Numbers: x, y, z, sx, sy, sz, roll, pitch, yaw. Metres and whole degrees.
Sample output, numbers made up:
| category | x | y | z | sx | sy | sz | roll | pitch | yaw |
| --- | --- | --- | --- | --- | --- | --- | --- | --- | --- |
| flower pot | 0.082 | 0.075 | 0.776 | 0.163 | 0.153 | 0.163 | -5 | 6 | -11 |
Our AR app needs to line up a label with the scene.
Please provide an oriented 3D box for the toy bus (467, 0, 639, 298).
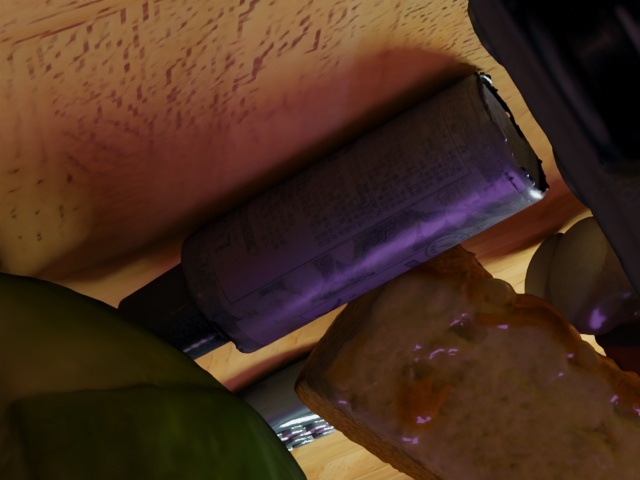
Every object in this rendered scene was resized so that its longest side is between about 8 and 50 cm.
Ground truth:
| category | x | y | z | sx | sy | sz | roll | pitch | yaw |
| --- | --- | --- | --- | --- | --- | --- | --- | --- | --- |
| toy bus | 0.209 | -0.011 | 0.498 | 0.183 | 0.344 | 0.199 | -32 | 174 | 29 |

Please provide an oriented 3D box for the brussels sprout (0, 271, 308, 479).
| category | x | y | z | sx | sy | sz | roll | pitch | yaw |
| --- | --- | --- | --- | --- | --- | --- | --- | --- | --- |
| brussels sprout | -0.173 | 0.177 | 0.657 | 0.371 | 0.276 | 0.315 | -27 | 156 | 8 |

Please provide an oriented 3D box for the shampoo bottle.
| category | x | y | z | sx | sy | sz | roll | pitch | yaw |
| --- | --- | --- | --- | --- | --- | --- | --- | --- | --- |
| shampoo bottle | 0.000 | 0.000 | 0.719 | 0.214 | 0.072 | 0.072 | -29 | 164 | 19 |

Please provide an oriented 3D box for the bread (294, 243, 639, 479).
| category | x | y | z | sx | sy | sz | roll | pitch | yaw |
| --- | --- | --- | --- | --- | --- | --- | --- | --- | --- |
| bread | 0.086 | 0.087 | 0.847 | 0.114 | 0.184 | 0.275 | -58 | 178 | -6 |

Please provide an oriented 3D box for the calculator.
| category | x | y | z | sx | sy | sz | roll | pitch | yaw |
| --- | --- | --- | --- | --- | --- | --- | --- | --- | --- |
| calculator | -0.007 | 0.127 | 1.193 | 0.299 | 0.041 | 0.185 | -33 | 163 | 38 |

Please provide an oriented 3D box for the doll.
| category | x | y | z | sx | sy | sz | roll | pitch | yaw |
| --- | --- | --- | --- | --- | --- | --- | --- | --- | --- |
| doll | 0.259 | 0.130 | 1.033 | 0.174 | 0.330 | 0.235 | -17 | 178 | -10 |
